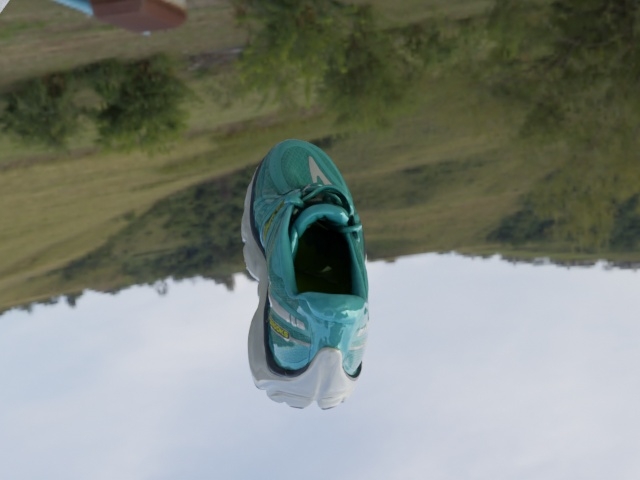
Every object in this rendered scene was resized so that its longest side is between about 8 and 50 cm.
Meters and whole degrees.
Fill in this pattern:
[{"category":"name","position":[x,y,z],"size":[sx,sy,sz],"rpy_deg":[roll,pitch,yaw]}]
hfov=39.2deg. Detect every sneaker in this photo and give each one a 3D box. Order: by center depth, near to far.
[{"category":"sneaker","position":[0.000,0.000,0.690],"size":[0.107,0.110,0.275],"rpy_deg":[6,-142,-12]}]

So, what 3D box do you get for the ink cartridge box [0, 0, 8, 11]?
[{"category":"ink cartridge box","position":[-0.351,-0.116,0.505],"size":[0.223,0.307,0.129],"rpy_deg":[28,-152,-38]}]
